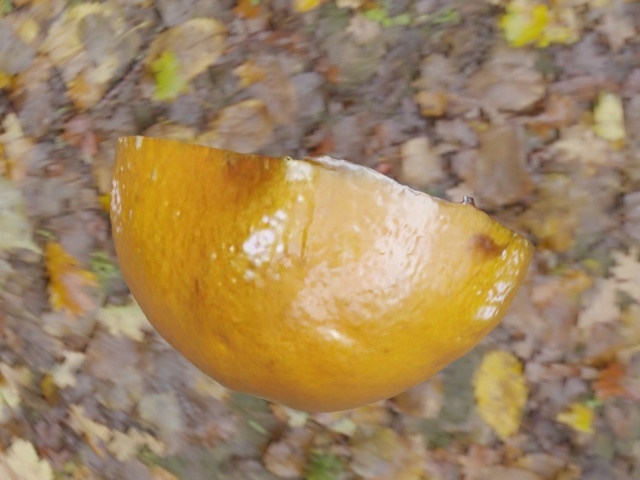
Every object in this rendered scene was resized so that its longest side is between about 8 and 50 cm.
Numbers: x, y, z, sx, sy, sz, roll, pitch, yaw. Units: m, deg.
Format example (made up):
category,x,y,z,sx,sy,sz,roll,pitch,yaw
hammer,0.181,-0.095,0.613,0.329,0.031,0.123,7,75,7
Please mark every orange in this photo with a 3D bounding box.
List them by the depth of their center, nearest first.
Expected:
category,x,y,z,sx,sy,sz,roll,pitch,yaw
orange,-0.002,0.001,1.429,0.310,0.274,0.274,-23,98,26
